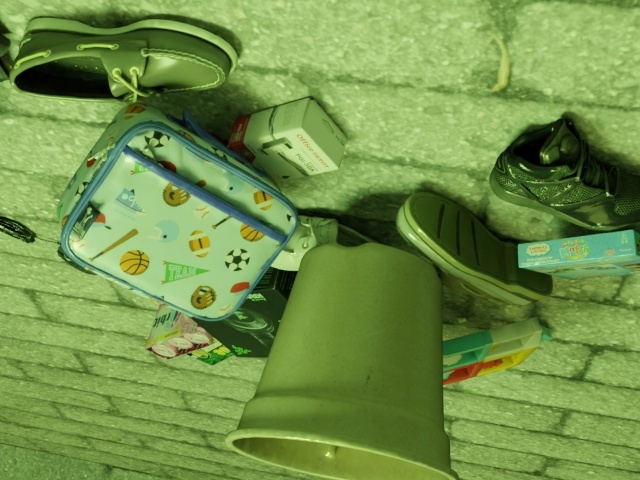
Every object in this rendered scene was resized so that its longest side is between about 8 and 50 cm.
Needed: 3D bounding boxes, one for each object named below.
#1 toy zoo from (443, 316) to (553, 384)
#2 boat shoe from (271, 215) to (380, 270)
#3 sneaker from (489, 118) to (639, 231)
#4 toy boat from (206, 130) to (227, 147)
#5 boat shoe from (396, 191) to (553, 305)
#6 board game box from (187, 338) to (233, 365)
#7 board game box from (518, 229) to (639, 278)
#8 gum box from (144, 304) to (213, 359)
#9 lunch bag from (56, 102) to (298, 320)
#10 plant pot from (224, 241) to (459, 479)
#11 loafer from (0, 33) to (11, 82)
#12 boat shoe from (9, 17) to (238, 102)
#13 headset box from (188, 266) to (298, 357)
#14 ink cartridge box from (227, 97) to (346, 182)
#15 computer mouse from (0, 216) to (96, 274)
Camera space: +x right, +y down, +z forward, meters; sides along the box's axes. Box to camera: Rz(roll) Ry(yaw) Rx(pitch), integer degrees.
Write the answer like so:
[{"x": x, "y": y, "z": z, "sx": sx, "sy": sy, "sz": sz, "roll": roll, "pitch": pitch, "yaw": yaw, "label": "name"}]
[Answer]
[{"x": 0.282, "y": 0.208, "z": 1.545, "sx": 0.293, "sy": 0.030, "sz": 0.192, "roll": -13, "pitch": 154, "yaw": -7, "label": "toy zoo"}, {"x": 0.000, "y": 0.000, "z": 1.383, "sx": 0.277, "sy": 0.098, "sz": 0.096, "roll": 16, "pitch": 151, "yaw": -21, "label": "boat shoe"}, {"x": 0.342, "y": -0.083, "z": 1.100, "sx": 0.227, "sy": 0.087, "sz": 0.130, "roll": 17, "pitch": 157, "yaw": 6, "label": "sneaker"}, {"x": -0.232, "y": -0.081, "z": 1.296, "sx": 0.231, "sy": 0.151, "sz": 0.151, "roll": -37, "pitch": 125, "yaw": 15, "label": "toy boat"}, {"x": 0.222, "y": 0.031, "z": 1.318, "sx": 0.302, "sy": 0.113, "sz": 0.103, "roll": 29, "pitch": 141, "yaw": -26, "label": "boat shoe"}, {"x": -0.241, "y": 0.219, "z": 1.914, "sx": 0.136, "sy": 0.030, "sz": 0.260, "roll": 25, "pitch": 148, "yaw": -23, "label": "board game box"}, {"x": 0.399, "y": 0.025, "z": 1.225, "sx": 0.160, "sy": 0.039, "sz": 0.211, "roll": -9, "pitch": 167, "yaw": 34, "label": "board game box"}, {"x": -0.280, "y": 0.174, "z": 1.774, "sx": 0.062, "sy": 0.107, "sz": 0.188, "roll": 33, "pitch": 145, "yaw": -29, "label": "gum box"}, {"x": -0.195, "y": -0.040, "z": 1.170, "sx": 0.303, "sy": 0.115, "sz": 0.243, "roll": 31, "pitch": 105, "yaw": -32, "label": "lunch bag"}, {"x": 0.055, "y": 0.180, "z": 1.260, "sx": 0.334, "sy": 0.305, "sz": 0.334, "roll": 10, "pitch": 158, "yaw": 4, "label": "plant pot"}, {"x": -0.452, "y": -0.273, "z": 1.156, "sx": 0.061, "sy": 0.062, "sz": 0.170, "roll": -2, "pitch": 158, "yaw": -18, "label": "loafer"}, {"x": -0.259, "y": -0.224, "z": 1.110, "sx": 0.305, "sy": 0.091, "sz": 0.109, "roll": 6, "pitch": 149, "yaw": 14, "label": "boat shoe"}, {"x": -0.103, "y": 0.107, "z": 1.563, "sx": 0.246, "sy": 0.131, "sz": 0.283, "roll": -4, "pitch": 146, "yaw": 29, "label": "headset box"}, {"x": -0.047, "y": -0.137, "z": 1.203, "sx": 0.135, "sy": 0.056, "sz": 0.099, "roll": -10, "pitch": 142, "yaw": 36, "label": "ink cartridge box"}, {"x": -0.528, "y": 0.016, "z": 1.679, "sx": 0.242, "sy": 0.041, "sz": 0.071, "roll": 21, "pitch": 150, "yaw": -10, "label": "computer mouse"}]
